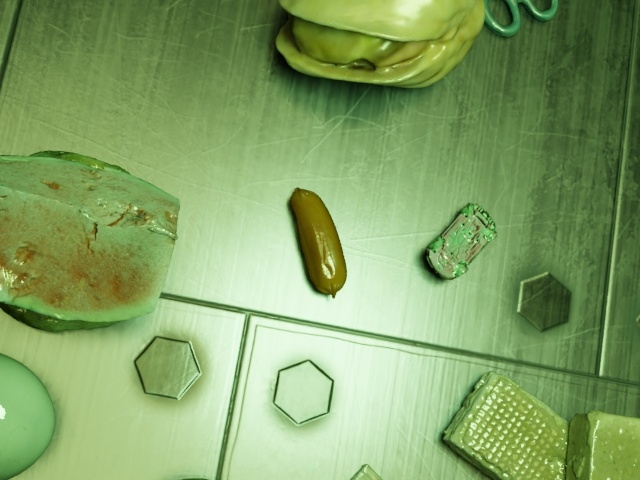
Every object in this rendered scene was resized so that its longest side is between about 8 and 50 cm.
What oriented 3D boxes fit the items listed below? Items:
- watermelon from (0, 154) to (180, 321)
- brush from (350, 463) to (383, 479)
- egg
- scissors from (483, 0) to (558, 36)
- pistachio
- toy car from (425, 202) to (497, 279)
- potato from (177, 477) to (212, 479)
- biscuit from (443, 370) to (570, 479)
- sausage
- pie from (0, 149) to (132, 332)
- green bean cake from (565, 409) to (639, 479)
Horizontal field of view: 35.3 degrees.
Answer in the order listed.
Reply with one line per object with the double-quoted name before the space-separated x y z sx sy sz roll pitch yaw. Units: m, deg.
"watermelon" -0.347 -0.021 1.329 0.305 0.180 0.224 14 66 -16
"brush" 0.130 0.461 1.486 0.272 0.013 0.103 45 76 0
"egg" -0.486 0.230 1.332 0.264 0.183 0.183 10 78 -1
"scissors" 0.288 -0.483 1.676 0.138 0.041 0.289 -25 85 -6
"pistachio" 0.091 -0.341 1.528 0.321 0.229 0.238 -4 38 -6
"toy car" 0.216 0.003 1.566 0.069 0.055 0.142 48 65 -7
"potato" -0.190 0.451 1.352 0.165 0.165 0.262 21 72 -6
"biscuit" 0.389 0.370 1.516 0.426 0.078 0.144 37 74 -2
"sausage" 0.000 0.000 1.529 0.062 0.054 0.183 -6 77 -40
"pie" -0.359 0.000 1.459 0.277 0.078 0.277 2 82 -15
"green bean cake" 0.417 0.339 1.443 0.109 0.085 0.179 9 76 -11
